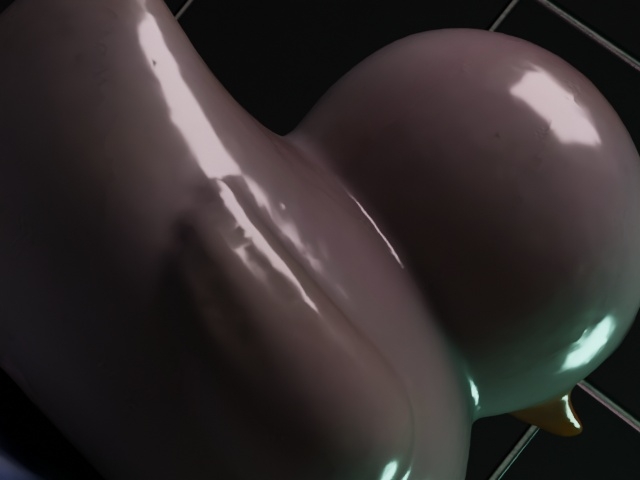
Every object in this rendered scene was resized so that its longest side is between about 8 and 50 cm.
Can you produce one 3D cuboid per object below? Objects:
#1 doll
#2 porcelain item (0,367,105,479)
[{"bbox_3d":[0.000,0.000,0.577,0.251,0.221,0.221,46,-6,-23],"label":"doll"},{"bbox_3d":[-0.140,0.129,0.543,0.405,0.178,0.242,41,-3,-36],"label":"porcelain item"}]
